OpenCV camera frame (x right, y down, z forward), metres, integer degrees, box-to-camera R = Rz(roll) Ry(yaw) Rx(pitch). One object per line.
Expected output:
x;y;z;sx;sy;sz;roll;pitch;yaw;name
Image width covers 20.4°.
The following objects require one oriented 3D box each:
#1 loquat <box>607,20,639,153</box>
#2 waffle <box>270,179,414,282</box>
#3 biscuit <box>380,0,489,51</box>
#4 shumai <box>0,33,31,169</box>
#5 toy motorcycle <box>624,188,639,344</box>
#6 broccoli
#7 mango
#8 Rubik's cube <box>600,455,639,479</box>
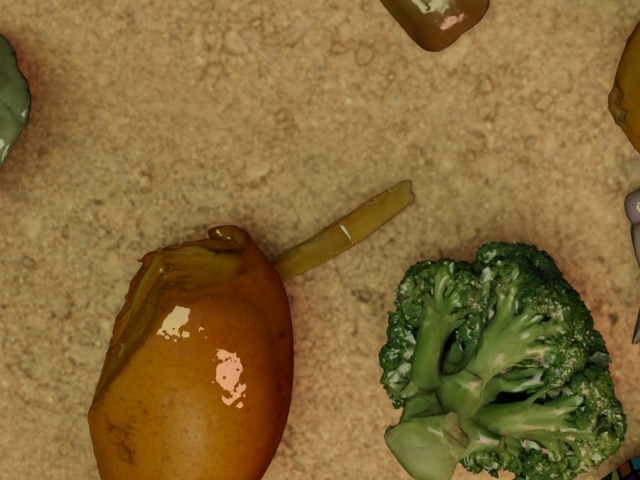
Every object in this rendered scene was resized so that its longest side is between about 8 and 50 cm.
0.381;-0.152;1.662;0.234;0.176;0.187;-19;139;-5;loquat
0.000;0.000;1.835;0.191;0.125;0.032;-26;99;47;waffle
0.104;-0.355;1.726;0.237;0.062;0.291;-37;94;13;biscuit
-0.447;-0.160;1.766;0.288;0.292;0.330;-25;75;4;shumai
0.362;0.007;1.744;0.152;0.073;0.225;20;101;7;toy motorcycle
0.164;0.134;1.703;0.270;0.270;0.270;17;124;27;broccoli
-0.137;0.162;1.798;0.199;0.201;0.350;27;119;35;mango
0.340;0.271;1.775;0.133;0.133;0.112;43;77;0;Rubik's cube
